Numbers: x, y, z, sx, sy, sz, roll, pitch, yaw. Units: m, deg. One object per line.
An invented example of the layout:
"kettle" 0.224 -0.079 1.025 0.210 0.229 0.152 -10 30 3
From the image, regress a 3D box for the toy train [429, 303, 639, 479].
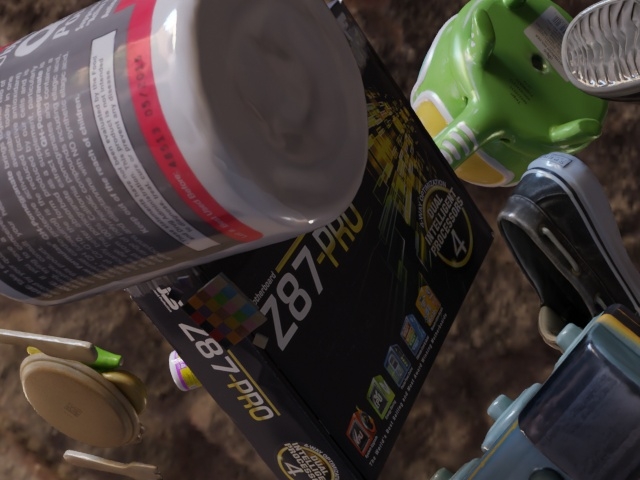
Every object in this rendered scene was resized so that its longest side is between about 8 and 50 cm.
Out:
"toy train" 0.177 0.187 1.027 0.142 0.190 0.334 42 -70 12

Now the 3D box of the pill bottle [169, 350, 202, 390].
"pill bottle" -0.108 0.122 1.325 0.083 0.043 0.043 -19 -46 10

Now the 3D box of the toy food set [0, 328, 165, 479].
"toy food set" -0.210 0.140 1.175 0.132 0.038 0.192 7 -44 27

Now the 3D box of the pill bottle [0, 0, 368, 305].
"pill bottle" -0.142 -0.056 0.840 0.318 0.176 0.176 -16 -48 34

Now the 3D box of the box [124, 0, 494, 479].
"box" 0.000 0.000 1.238 0.097 0.395 0.318 -22 -67 39

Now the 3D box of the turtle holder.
"turtle holder" 0.230 -0.162 1.671 0.243 0.320 0.227 24 -35 -20

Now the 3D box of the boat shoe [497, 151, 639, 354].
"boat shoe" 0.275 0.068 1.376 0.335 0.119 0.121 58 -22 -22

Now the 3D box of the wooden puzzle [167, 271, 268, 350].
"wooden puzzle" -0.073 0.053 0.973 0.083 0.006 0.049 44 -56 -11

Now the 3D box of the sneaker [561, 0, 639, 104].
"sneaker" 0.278 -0.131 0.829 0.222 0.083 0.118 -3 -6 34
